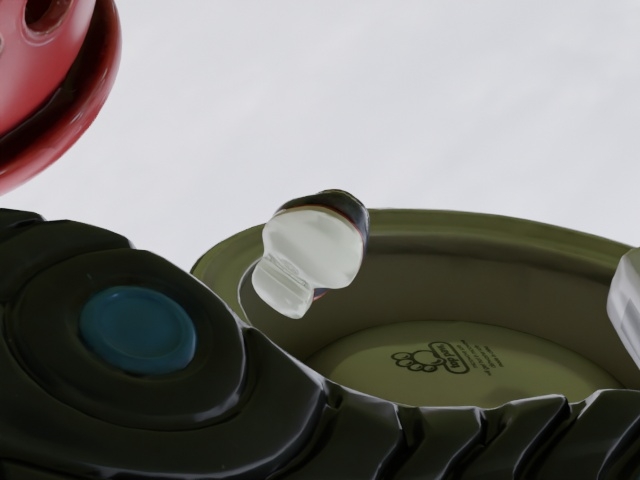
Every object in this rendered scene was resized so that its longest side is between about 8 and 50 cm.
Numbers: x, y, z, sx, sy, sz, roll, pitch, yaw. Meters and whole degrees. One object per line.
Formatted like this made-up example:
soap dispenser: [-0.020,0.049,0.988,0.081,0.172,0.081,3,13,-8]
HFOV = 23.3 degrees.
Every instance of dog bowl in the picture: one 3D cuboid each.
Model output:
dog bowl: [0.105,0.111,1.079,0.408,0.150,0.408,5,-160,-2]

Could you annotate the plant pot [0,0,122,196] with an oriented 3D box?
plant pot: [-0.174,-0.112,0.612,0.191,0.174,0.191,-5,-130,7]

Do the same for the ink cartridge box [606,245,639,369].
ink cartridge box: [0.248,0.048,0.575,0.225,0.056,0.181,-20,-121,-13]

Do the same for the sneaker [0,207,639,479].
sneaker: [-0.023,0.098,0.457,0.341,0.139,0.125,18,-138,-7]

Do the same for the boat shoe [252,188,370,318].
boat shoe: [0.000,0.000,0.747,0.043,0.049,0.137,-50,178,-21]
